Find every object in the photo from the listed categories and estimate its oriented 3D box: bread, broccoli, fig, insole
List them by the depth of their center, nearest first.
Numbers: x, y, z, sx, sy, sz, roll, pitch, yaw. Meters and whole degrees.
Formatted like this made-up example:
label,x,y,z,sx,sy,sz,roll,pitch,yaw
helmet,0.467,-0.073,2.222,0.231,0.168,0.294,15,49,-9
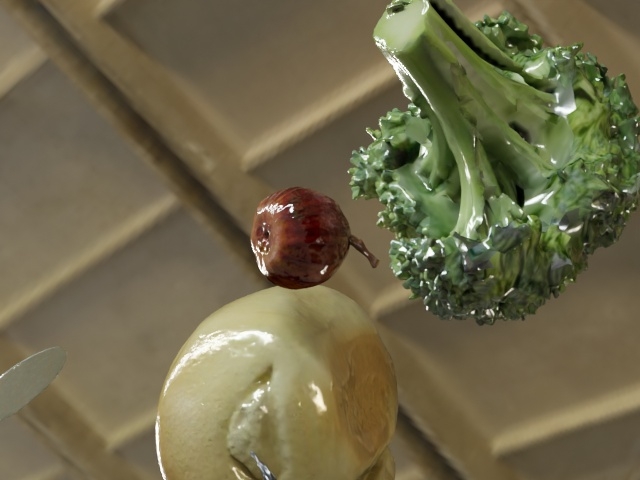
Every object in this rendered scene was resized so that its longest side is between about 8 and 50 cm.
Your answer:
label,x,y,z,sx,sy,sz,roll,pitch,yaw
broccoli,0.138,-0.072,1.409,0.302,0.375,0.249,31,-41,-13
insole,-0.330,0.166,1.473,0.004,0.197,0.065,35,-37,28
fig,-0.010,-0.002,1.741,0.150,0.128,0.128,3,-42,9
bread,-0.054,0.235,1.916,0.253,0.376,0.348,-5,-84,14

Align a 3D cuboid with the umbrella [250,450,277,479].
label,x,y,z,sx,sy,sz,roll,pitch,yaw
umbrella,-0.017,0.218,1.152,0.022,0.022,0.149,32,23,-54
